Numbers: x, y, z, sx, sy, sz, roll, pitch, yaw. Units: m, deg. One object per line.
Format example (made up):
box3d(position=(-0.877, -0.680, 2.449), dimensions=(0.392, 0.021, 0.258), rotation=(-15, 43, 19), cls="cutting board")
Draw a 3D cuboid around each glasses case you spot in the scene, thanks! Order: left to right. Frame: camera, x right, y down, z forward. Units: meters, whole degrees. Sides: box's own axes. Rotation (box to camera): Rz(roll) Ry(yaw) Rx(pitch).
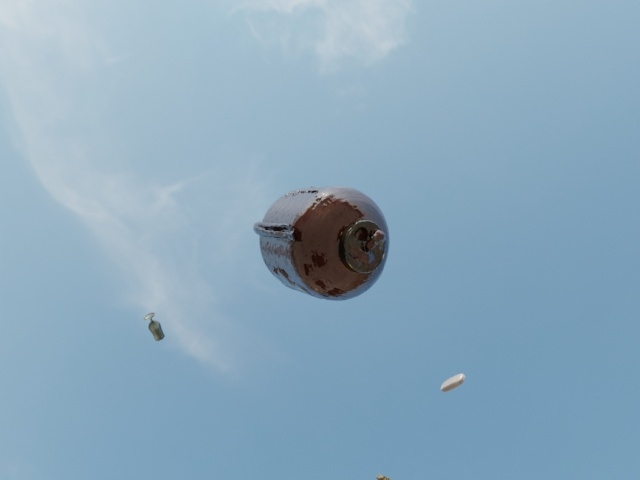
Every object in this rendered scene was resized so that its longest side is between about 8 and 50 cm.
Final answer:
box3d(position=(0.337, 0.364, 1.275), dimensions=(0.021, 0.032, 0.083), rotation=(41, -45, 1), cls="glasses case")

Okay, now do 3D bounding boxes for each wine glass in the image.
box3d(position=(-0.487, 0.256, 1.467), dimensions=(0.039, 0.042, 0.083), rotation=(-23, -67, -18), cls="wine glass")

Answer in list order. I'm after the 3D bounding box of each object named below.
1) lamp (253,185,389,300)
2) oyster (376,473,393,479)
box3d(position=(0.000, 0.000, 0.769), dimensions=(0.180, 0.258, 0.180), rotation=(-2, -85, -28), cls="lamp")
box3d(position=(0.200, 0.728, 1.393), dimensions=(0.056, 0.105, 0.177), rotation=(-24, -75, -11), cls="oyster")
